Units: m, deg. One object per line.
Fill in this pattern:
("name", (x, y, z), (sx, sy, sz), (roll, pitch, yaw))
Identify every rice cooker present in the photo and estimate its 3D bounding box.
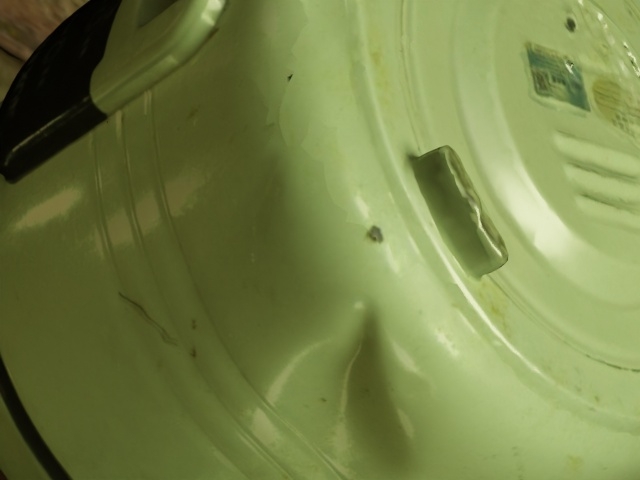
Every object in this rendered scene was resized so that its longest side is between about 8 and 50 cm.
("rice cooker", (0.000, 0.000, 0.509), (0.226, 0.244, 0.226), (21, 56, -34))
